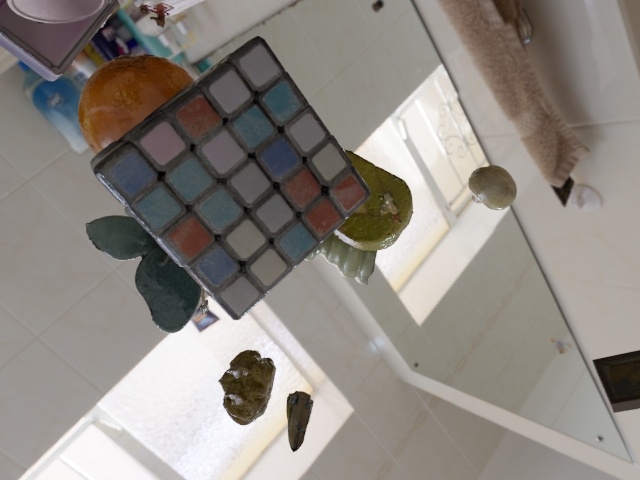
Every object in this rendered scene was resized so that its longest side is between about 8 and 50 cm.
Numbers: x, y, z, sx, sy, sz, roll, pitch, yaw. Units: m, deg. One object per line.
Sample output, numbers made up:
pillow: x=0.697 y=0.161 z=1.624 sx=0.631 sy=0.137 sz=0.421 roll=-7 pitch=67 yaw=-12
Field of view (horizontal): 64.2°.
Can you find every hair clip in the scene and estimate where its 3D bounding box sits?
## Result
hair clip: x=-0.336 y=-0.024 z=1.240 sx=0.392 sy=0.318 sz=0.238 roll=-55 pitch=-178 yaw=-3

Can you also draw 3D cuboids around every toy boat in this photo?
toy boat: x=-0.065 y=0.521 z=1.476 sx=0.210 sy=0.085 sz=0.066 roll=-80 pitch=-168 yaw=-59

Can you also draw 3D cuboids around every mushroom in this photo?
mushroom: x=0.499 y=-0.152 z=1.501 sx=0.122 sy=0.154 sz=0.154 roll=-48 pitch=-170 yaw=47

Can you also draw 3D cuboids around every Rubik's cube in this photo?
Rubik's cube: x=-0.153 y=-0.098 z=0.807 sx=0.287 sy=0.291 sz=0.293 roll=-43 pitch=-158 yaw=-12

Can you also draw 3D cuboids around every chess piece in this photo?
chess piece: x=0.000 y=0.000 z=1.457 sx=0.331 sy=0.182 sz=0.182 roll=16 pitch=-141 yaw=2

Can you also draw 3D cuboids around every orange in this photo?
orange: x=-0.346 y=-0.239 z=1.010 sx=0.246 sy=0.246 sz=0.246 roll=-28 pitch=-153 yaw=15

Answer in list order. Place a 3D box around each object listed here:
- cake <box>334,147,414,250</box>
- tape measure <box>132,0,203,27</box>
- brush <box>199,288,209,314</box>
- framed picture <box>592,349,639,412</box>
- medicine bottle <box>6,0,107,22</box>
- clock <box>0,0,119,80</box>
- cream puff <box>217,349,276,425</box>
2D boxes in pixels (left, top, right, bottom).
cake: x=0.081 y=-0.090 z=1.194 sx=0.179 sy=0.261 sz=0.156 roll=-58 pitch=165 yaw=-6
tape measure: x=-0.281 y=-0.616 z=1.059 sx=0.259 sy=0.264 sz=0.130 roll=-5 pitch=-176 yaw=32
brush: x=-0.441 y=0.227 z=1.928 sx=0.014 sy=0.169 sz=0.043 roll=32 pitch=-124 yaw=14
framed picture: x=0.634 y=0.277 z=1.025 sx=0.128 sy=0.023 sz=0.168 roll=-20 pitch=-170 yaw=21
medicine bottle: x=-0.375 y=-0.434 z=0.670 sx=0.134 sy=0.249 sz=0.133 roll=-13 pitch=180 yaw=0
clock: x=-0.470 y=-0.398 z=0.895 sx=0.073 sy=0.145 sz=0.193 roll=3 pitch=-121 yaw=52
cream puff: x=-0.241 y=0.496 z=1.739 sx=0.244 sy=0.196 sz=0.244 roll=-48 pitch=166 yaw=-16
